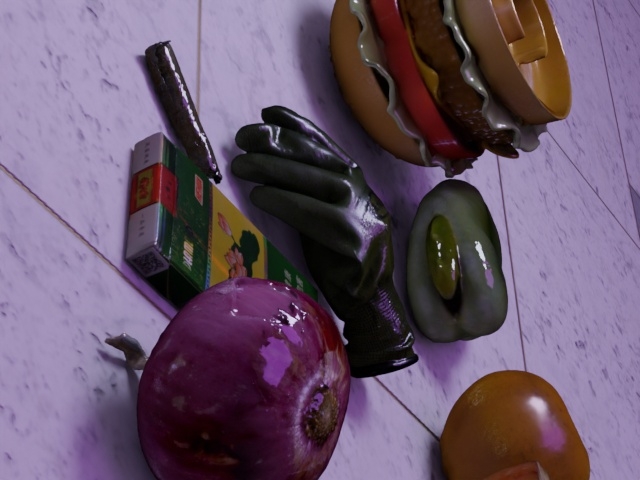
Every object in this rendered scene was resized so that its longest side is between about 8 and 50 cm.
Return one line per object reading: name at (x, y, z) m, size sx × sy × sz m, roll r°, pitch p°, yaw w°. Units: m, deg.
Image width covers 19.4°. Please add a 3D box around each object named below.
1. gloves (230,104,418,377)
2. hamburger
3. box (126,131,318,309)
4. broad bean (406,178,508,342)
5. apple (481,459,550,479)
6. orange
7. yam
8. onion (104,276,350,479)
gloves at (0.014, -0.003, 1.699) m, size 0.268 × 0.107 × 0.135 m, roll 60°, pitch -8°, yaw -6°
hamburger at (0.125, -0.199, 1.984) m, size 0.274 × 0.212 × 0.274 m, roll 49°, pitch 30°, yaw -41°
box at (-0.076, 0.029, 1.545) m, size 0.235 × 0.034 × 0.132 m, roll 46°, pitch 30°, yaw -39°
broad bean at (0.143, 0.022, 1.961) m, size 0.228 × 0.100 × 0.169 m, roll -37°, pitch 115°, yaw -79°
apple at (0.166, 0.339, 1.602) m, size 0.251 × 0.163 × 0.293 m, roll -105°, pitch 171°, yaw -46°
orange at (0.185, 0.206, 1.813) m, size 0.159 × 0.136 × 0.159 m, roll -22°, pitch 90°, yaw -87°
yam at (-0.117, -0.107, 1.600) m, size 0.033 × 0.027 × 0.129 m, roll 112°, pitch -44°, yaw -77°
onion at (-0.056, 0.114, 1.351) m, size 0.177 × 0.153 × 0.177 m, roll 4°, pitch 83°, yaw -40°
